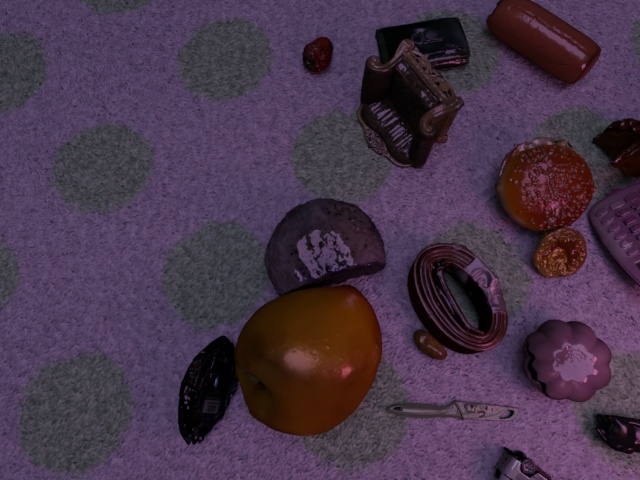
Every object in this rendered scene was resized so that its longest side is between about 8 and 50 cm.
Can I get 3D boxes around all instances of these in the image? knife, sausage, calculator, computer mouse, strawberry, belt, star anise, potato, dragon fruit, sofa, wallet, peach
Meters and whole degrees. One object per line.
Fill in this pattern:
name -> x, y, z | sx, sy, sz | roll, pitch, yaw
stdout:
knife -> 0.296, 0.379, 1.126 | 0.293, 0.020, 0.043 | 3, 72, 2
sausage -> 0.583, -0.539, 1.334 | 0.304, 0.121, 0.121 | 41, 79, 14
calculator -> 0.771, -0.009, 1.177 | 0.194, 0.043, 0.294 | -28, 59, 12
computer mouse -> -0.254, 0.324, 1.109 | 0.078, 0.146, 0.241 | 5, 72, 32
strawberry -> -0.005, -0.508, 1.365 | 0.096, 0.083, 0.083 | -41, 77, -12
belt -> 0.313, 0.132, 1.153 | 0.184, 0.105, 0.261 | -24, 74, -7
star anise -> 0.823, -0.260, 1.222 | 0.346, 0.148, 0.237 | -44, 50, -5
potato -> 0.248, 0.241, 1.153 | 0.046, 0.045, 0.092 | -43, 74, -12
dragon fruit -> 0.000, 0.000, 1.146 | 0.283, 0.221, 0.203 | -18, 80, -1
sofa -> 0.200, -0.323, 1.242 | 0.182, 0.200, 0.258 | -33, 77, -10
wallet -> 0.277, -0.536, 1.379 | 0.236, 0.055, 0.160 | -7, 67, 0
peach -> -0.014, 0.242, 1.049 | 0.308, 0.289, 0.289 | -22, 72, -31

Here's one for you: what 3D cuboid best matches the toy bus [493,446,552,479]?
toy bus -> 0.459, 0.522, 1.047 | 0.194, 0.087, 0.089 | 34, 85, 10

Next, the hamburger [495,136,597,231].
hamburger -> 0.529, -0.130, 1.201 | 0.237, 0.147, 0.236 | -1, 77, 3

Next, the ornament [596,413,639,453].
ornament -> 0.678, 0.495, 1.048 | 0.202, 0.080, 0.236 | 8, 74, 0

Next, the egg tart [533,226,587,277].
egg tart -> 0.560, 0.025, 1.188 | 0.131, 0.052, 0.130 | 0, 110, 0

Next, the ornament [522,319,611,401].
ornament -> 0.528, 0.258, 1.091 | 0.178, 0.177, 0.177 | 0, 74, 2
